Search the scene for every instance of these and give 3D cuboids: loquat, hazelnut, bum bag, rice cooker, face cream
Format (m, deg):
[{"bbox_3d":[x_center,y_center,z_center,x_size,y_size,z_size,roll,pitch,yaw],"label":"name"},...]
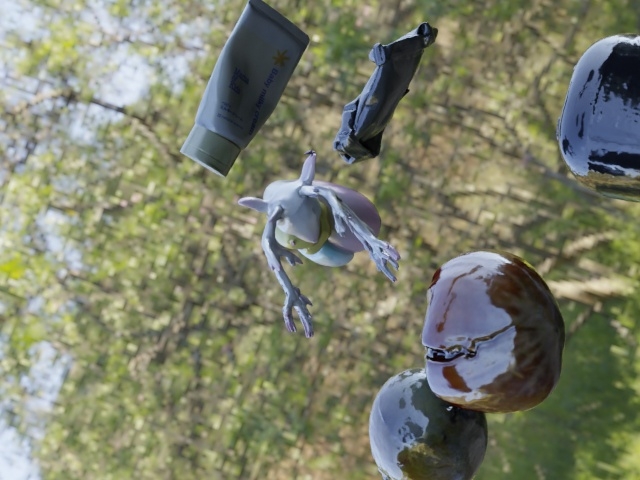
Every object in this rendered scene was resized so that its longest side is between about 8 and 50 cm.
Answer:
[{"bbox_3d":[0.157,0.278,1.896,0.179,0.179,0.227,-64,-21,-45],"label":"loquat"},{"bbox_3d":[0.214,0.117,1.633,0.181,0.181,0.212,-68,-34,-83],"label":"hazelnut"},{"bbox_3d":[0.106,-0.268,2.356,0.142,0.080,0.326,-16,-37,-45],"label":"bum bag"},{"bbox_3d":[0.479,-0.171,1.875,0.267,0.224,0.267,-28,-56,-51],"label":"rice cooker"},{"bbox_3d":[-0.101,-0.197,1.691,0.114,0.070,0.224,32,-93,-39],"label":"face cream"}]

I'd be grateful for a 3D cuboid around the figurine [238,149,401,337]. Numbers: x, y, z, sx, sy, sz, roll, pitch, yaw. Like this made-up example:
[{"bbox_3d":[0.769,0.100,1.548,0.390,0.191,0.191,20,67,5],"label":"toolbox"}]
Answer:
[{"bbox_3d":[0.008,-0.012,2.117,0.206,0.284,0.315,-37,-12,14],"label":"figurine"}]
